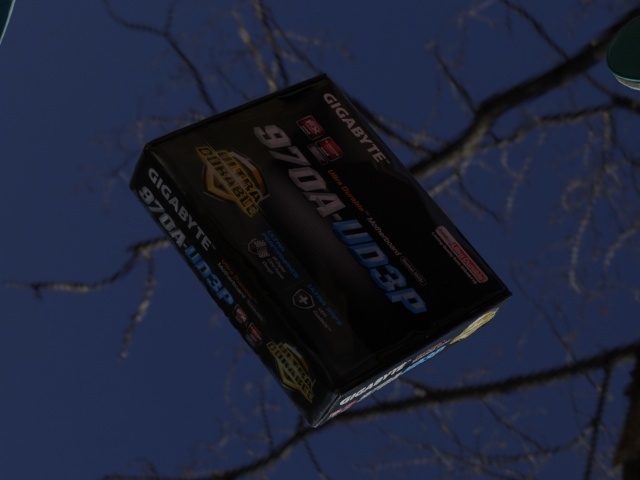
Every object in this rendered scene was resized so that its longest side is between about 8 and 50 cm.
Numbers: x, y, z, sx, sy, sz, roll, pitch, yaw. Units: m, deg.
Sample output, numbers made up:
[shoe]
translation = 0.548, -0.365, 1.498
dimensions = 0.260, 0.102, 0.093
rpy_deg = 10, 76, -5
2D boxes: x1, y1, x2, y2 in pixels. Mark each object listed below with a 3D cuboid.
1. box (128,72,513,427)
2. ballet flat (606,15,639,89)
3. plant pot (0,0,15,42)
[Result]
[box]
translation = 0.000, 0.000, 1.016
dimensions = 0.175, 0.051, 0.220
rpy_deg = -25, -111, -37
[ballet flat]
translation = 0.333, -0.171, 1.239
dimensions = 0.221, 0.079, 0.077
rpy_deg = 157, -62, -65
[plant pot]
translation = -0.416, -0.229, 1.296
dimensions = 0.195, 0.290, 0.290
rpy_deg = 22, -113, 6
